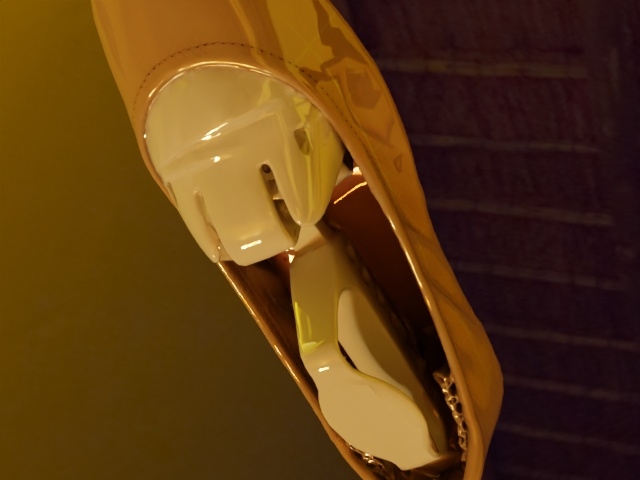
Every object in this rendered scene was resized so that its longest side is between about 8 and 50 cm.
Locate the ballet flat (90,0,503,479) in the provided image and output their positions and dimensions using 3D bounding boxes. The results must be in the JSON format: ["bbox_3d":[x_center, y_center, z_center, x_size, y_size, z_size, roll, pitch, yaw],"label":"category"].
[{"bbox_3d":[0.000,0.000,0.409,0.080,0.073,0.232,-22,-60,23],"label":"ballet flat"}]
